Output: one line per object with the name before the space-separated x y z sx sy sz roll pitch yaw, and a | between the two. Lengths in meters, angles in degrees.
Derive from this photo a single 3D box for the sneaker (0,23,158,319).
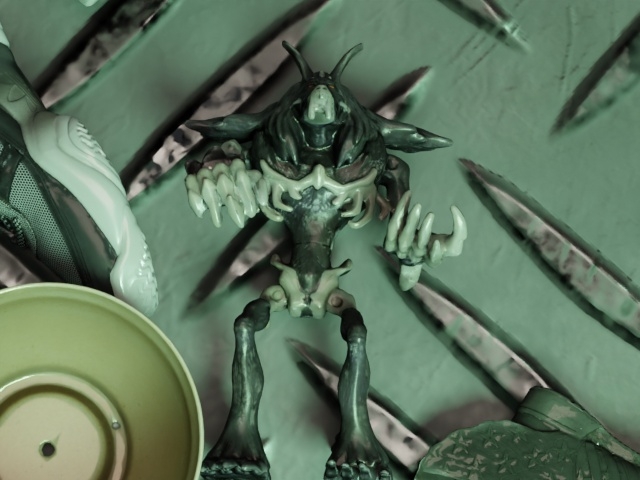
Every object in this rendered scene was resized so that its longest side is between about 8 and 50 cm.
sneaker | -0.215 -0.034 0.929 0.153 0.101 0.268 -33 76 -16

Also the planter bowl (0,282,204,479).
planter bowl | -0.148 0.112 0.888 0.162 0.109 0.162 2 78 -9

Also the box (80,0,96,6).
box | -0.054 -0.334 0.960 0.168 0.215 0.345 47 68 -3

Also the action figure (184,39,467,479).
action figure | 0.000 0.000 0.934 0.164 0.141 0.276 4 77 -7

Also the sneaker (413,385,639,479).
sneaker | 0.148 0.152 0.963 0.170 0.051 0.089 35 71 6
